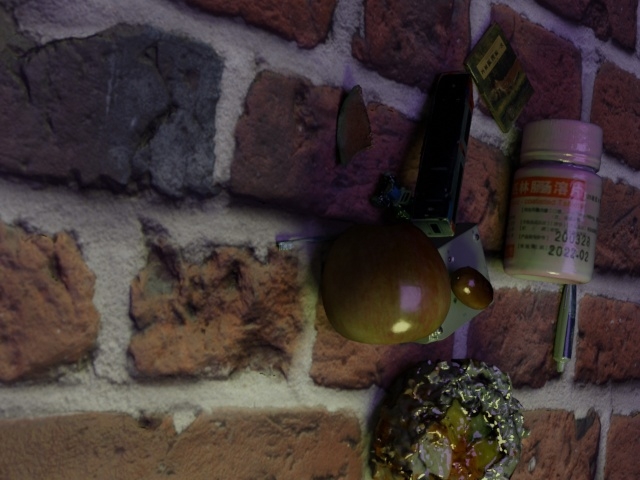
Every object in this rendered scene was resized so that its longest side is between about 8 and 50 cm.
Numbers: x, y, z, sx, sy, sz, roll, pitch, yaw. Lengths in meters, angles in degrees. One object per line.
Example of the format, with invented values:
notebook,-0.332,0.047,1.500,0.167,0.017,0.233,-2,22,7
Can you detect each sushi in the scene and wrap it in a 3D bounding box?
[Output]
sushi,0.280,0.451,1.832,0.418,0.176,0.417,-1,92,-35

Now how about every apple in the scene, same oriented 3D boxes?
apple,0.129,0.081,1.624,0.257,0.257,0.233,-1,92,-42

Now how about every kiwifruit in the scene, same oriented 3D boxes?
kiwifruit,0.326,0.103,1.782,0.124,0.075,0.075,37,68,-42

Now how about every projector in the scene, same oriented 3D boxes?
projector,0.275,0.090,1.854,0.250,0.108,0.198,-26,108,-38

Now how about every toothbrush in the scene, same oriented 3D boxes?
toothbrush,0.000,0.000,1.661,0.220,0.016,0.019,-9,99,-42

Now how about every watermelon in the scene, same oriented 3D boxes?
watermelon,0.083,-0.237,1.699,0.101,0.080,0.155,-10,83,-51

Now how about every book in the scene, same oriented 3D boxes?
book,0.445,-0.401,2.049,0.160,0.024,0.228,-54,125,-24

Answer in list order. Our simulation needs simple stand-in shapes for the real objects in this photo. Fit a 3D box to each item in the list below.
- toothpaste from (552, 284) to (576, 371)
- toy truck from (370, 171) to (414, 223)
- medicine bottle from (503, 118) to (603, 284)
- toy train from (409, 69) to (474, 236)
toothpaste,0.675,0.228,2.272,0.069,0.047,0.268,17,76,-29
toy truck,0.185,-0.079,1.787,0.154,0.078,0.080,40,67,-36
medicine bottle,0.584,-0.093,2.056,0.219,0.219,0.388,13,84,-42
toy train,0.273,-0.195,1.808,0.089,0.086,0.409,55,41,-49
